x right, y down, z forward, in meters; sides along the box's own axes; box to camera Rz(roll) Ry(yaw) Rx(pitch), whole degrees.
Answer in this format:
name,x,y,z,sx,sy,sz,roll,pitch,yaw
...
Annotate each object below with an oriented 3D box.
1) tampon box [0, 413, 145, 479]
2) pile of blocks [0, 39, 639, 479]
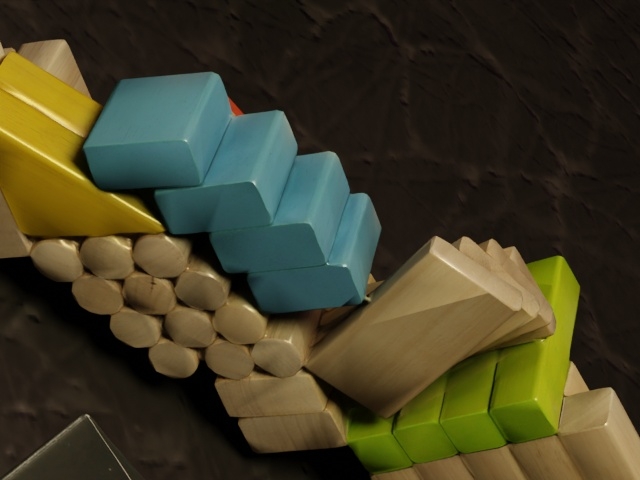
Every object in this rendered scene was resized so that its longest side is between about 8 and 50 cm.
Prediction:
name,x,y,z,sx,sy,sz,roll,pitch,yaw
tampon box,-0.102,0.143,0.441,0.101,0.161,0.120,50,39,0
pile of blocks,0.000,0.000,0.668,0.362,0.149,0.112,36,41,-16
